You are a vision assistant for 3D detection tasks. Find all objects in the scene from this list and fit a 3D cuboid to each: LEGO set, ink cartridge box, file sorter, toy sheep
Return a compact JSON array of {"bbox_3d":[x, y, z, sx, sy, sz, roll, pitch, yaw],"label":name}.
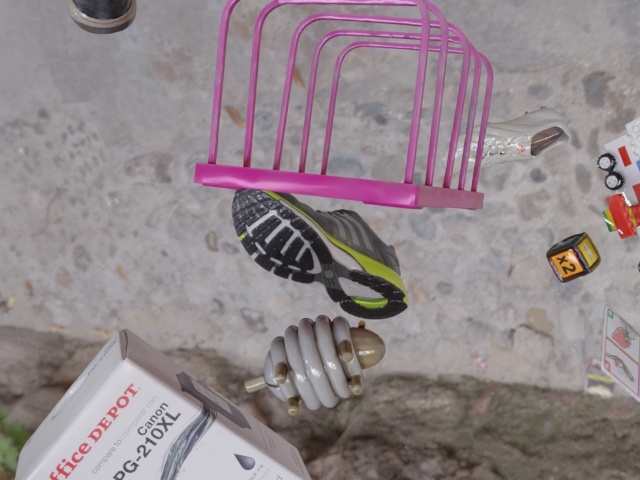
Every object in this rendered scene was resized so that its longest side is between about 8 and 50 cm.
[{"bbox_3d":[0.244,0.036,0.534,0.244,0.182,0.060,37,140,-22],"label":"LEGO set"},{"bbox_3d":[-0.155,0.229,0.808,0.237,0.100,0.172,39,90,-17],"label":"ink cartridge box"},{"bbox_3d":[0.044,-0.130,0.798,0.202,0.290,0.182,8,95,21],"label":"file sorter"},{"bbox_3d":[-0.006,0.110,0.723,0.132,0.091,0.091,-15,110,3],"label":"toy sheep"}]

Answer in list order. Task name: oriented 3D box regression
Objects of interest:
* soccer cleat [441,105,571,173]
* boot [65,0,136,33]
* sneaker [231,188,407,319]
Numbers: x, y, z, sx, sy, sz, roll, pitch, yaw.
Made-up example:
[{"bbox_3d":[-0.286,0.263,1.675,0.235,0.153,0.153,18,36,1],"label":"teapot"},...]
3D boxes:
[{"bbox_3d":[0.278,-0.145,1.217,0.196,0.076,0.068,-21,131,0],"label":"soccer cleat"},{"bbox_3d":[-0.333,-0.513,1.112,0.284,0.138,0.377,132,126,-70],"label":"boot"},{"bbox_3d":[0.000,0.000,1.147,0.300,0.121,0.111,36,126,-28],"label":"sneaker"}]
